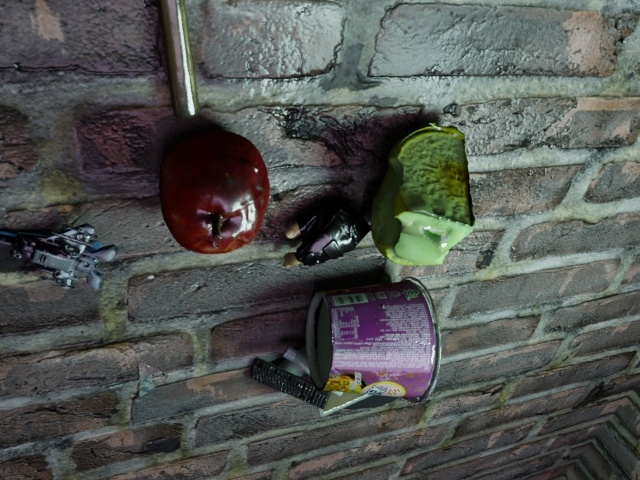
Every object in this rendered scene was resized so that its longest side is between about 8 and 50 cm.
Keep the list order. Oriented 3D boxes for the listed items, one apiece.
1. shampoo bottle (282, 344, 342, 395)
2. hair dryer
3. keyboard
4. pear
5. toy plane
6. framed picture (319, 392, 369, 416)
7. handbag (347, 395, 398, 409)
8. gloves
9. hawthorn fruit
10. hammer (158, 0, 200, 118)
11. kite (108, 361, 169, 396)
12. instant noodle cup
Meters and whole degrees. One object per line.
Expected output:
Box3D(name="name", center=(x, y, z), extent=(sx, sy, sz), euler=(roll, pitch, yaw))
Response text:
Box3D(name="shampoo bottle", center=(-0.014, 0.348, 1.550), extent=(0.191, 0.069, 0.041), euler=(31, 145, -1))
Box3D(name="hair dryer", center=(-0.006, 0.409, 1.646), extent=(0.131, 0.073, 0.236), euler=(-38, 109, 10))
Box3D(name="keyboard", center=(-0.087, 0.401, 1.582), extent=(0.231, 0.023, 0.072), euler=(23, 116, 5))
Box3D(name="pear", center=(0.203, -0.079, 1.274), extent=(0.176, 0.286, 0.282), euler=(8, 151, -9))
Box3D(name="toy plane", center=(-0.527, 0.021, 1.089), extent=(0.246, 0.078, 0.169), euler=(15, 122, -35))
Box3D(name="framed picture", center=(0.070, 0.409, 1.626), extent=(0.183, 0.011, 0.142), euler=(-17, 109, -22))
Box3D(name="handbag", center=(0.162, 0.417, 1.774), extent=(0.308, 0.093, 0.254), euler=(5, 125, -29))
Box3D(name="gloves", center=(0.000, 0.000, 1.313), extent=(0.203, 0.124, 0.164), euler=(-48, 124, -3))
Box3D(name="hawthorn fruit", center=(-0.199, -0.069, 1.050), extent=(0.210, 0.266, 0.230), euler=(11, 121, -11))
Box3D(name="hammer", center=(-0.233, -0.394, 0.892), extent=(0.168, 0.044, 0.440), euler=(-14, 133, -16))
Box3D(name="kite", center=(-0.468, 0.359, 1.470), extent=(0.152, 0.005, 0.137), euler=(-4, 128, -23))
Box3D(name="instant noodle cup", center=(0.116, 0.261, 1.469), extent=(0.266, 0.340, 0.340), euler=(0, 129, -16))
